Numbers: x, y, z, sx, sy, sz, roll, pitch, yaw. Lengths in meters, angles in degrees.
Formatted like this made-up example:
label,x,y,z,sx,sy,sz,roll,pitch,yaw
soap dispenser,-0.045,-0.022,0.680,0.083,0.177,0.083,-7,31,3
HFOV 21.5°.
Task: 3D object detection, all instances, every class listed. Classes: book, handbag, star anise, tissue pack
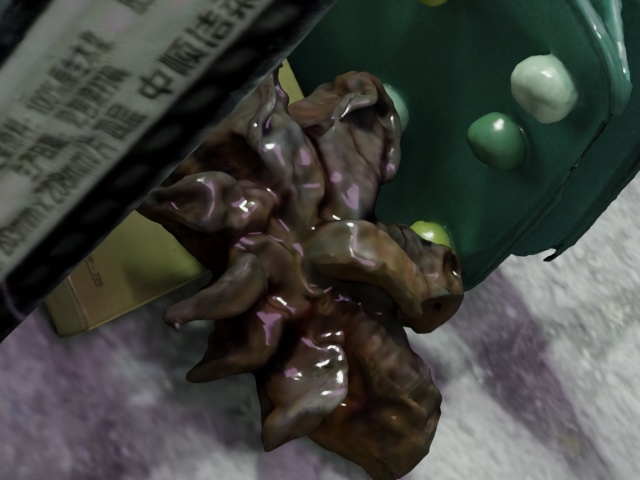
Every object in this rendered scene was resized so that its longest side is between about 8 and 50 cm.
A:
label,x,y,z,sx,sy,sz,roll,pitch,yaw
book,-0.085,-0.058,0.884,0.231,0.026,0.161,-26,92,-51
handbag,0.061,-0.121,0.929,0.100,0.269,0.274,-29,76,-26
star anise,0.004,0.004,0.859,0.220,0.099,0.214,33,57,-38
tissue pack,-0.128,-0.106,0.639,0.122,0.361,0.259,17,48,-34
